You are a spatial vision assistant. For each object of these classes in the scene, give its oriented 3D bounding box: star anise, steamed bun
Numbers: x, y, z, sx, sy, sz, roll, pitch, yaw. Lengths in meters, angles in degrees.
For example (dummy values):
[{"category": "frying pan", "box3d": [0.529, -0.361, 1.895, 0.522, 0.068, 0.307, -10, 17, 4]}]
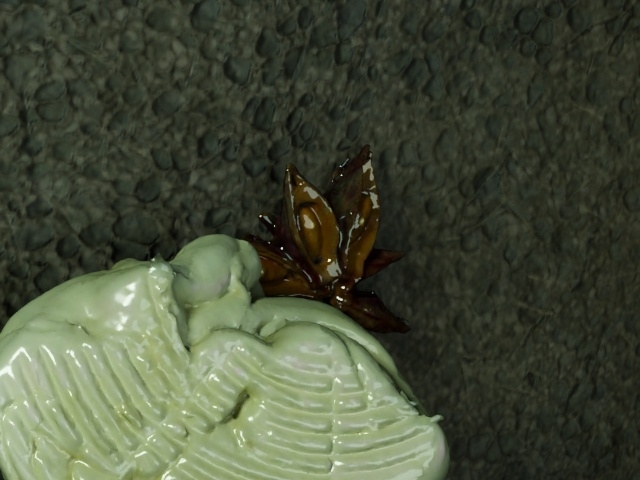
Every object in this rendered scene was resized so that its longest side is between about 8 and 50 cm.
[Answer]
[{"category": "star anise", "box3d": [0.002, 0.001, 1.224, 0.212, 0.053, 0.157, 6, 104, -30]}, {"category": "steamed bun", "box3d": [-0.086, 0.145, 1.120, 0.320, 0.206, 0.275, 31, 78, -5]}]
